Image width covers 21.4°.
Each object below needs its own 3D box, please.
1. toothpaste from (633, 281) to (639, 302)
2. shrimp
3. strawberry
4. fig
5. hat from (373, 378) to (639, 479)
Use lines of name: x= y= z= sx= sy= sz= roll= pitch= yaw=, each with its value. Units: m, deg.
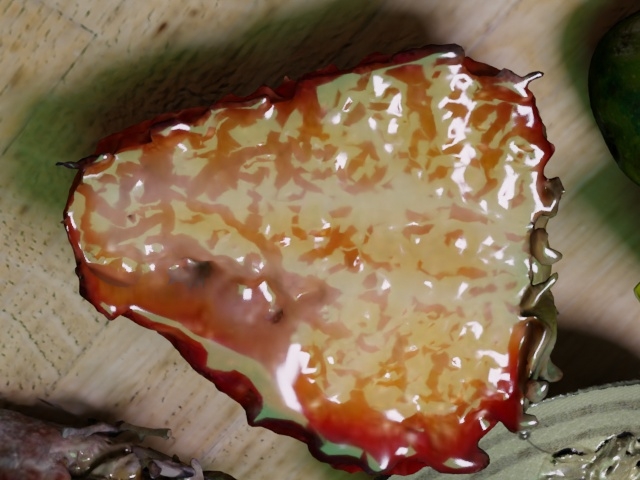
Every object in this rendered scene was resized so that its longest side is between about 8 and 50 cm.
toothpaste: x=0.328 y=-0.051 z=0.981 sx=0.327 sy=0.077 sz=0.110 roll=-46 pitch=164 yaw=12
shrimp: x=-0.111 y=0.180 z=1.089 sx=0.343 sy=0.116 sz=0.145 roll=11 pitch=111 yaw=12
strawberry: x=0.010 y=0.015 z=1.007 sx=0.280 sy=0.150 sz=0.253 roll=-14 pitch=106 yaw=5
fig: x=0.221 y=-0.063 z=1.009 sx=0.117 sy=0.117 sz=0.177 roll=-12 pitch=137 yaw=0
hat: x=0.152 y=0.195 z=1.114 sx=0.252 sy=0.110 sz=0.252 roll=-16 pitch=154 yaw=-8
